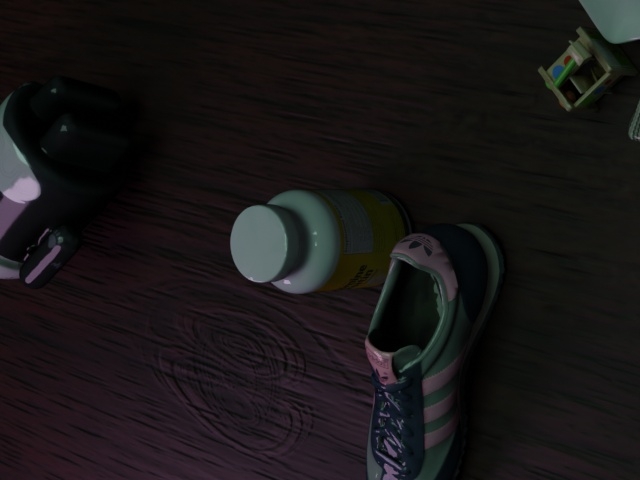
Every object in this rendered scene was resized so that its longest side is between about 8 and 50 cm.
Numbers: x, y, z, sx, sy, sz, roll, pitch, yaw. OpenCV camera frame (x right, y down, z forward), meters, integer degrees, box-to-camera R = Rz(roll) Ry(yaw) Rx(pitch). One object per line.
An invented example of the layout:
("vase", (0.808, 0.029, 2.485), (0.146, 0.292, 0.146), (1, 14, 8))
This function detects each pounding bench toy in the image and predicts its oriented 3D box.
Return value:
("pounding bench toy", (0.230, -0.151, 1.336), (0.065, 0.083, 0.052), (-45, 65, 32))

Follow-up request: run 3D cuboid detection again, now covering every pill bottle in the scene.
("pill bottle", (0.000, 0.000, 1.473), (0.103, 0.184, 0.103), (2, 94, 40))

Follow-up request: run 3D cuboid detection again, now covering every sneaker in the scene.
("sneaker", (0.079, 0.136, 1.448), (0.112, 0.131, 0.319), (19, 104, 38))

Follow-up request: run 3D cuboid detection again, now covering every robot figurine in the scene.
("robot figurine", (-0.338, -0.072, 1.766), (0.173, 0.209, 0.278), (40, 123, -11))

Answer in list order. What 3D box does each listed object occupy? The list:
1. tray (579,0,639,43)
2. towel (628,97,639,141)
("tray", (0.232, -0.279, 1.218), (0.145, 0.030, 0.270), (-7, 131, 48))
("towel", (0.416, -0.143, 1.179), (0.324, 0.056, 0.312), (40, 119, 36))
